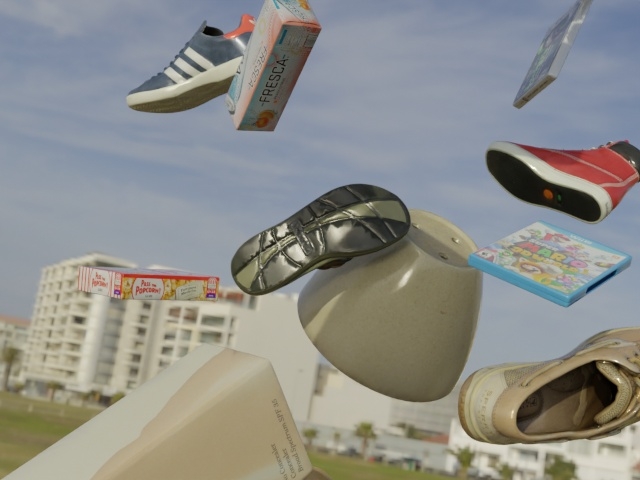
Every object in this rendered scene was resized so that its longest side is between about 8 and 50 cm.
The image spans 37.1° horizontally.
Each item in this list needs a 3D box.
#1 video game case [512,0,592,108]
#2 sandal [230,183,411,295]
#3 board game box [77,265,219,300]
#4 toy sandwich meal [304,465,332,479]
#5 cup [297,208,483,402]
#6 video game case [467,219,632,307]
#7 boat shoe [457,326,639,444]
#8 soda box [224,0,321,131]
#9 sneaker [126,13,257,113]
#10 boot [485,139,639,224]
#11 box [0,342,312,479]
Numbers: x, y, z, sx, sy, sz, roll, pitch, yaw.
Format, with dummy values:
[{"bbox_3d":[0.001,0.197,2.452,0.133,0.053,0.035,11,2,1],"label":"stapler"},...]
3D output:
[{"bbox_3d":[0.435,-0.355,1.794,0.022,0.190,0.173,28,-14,-4],"label":"video game case"},{"bbox_3d":[-0.002,-0.001,1.551,0.303,0.120,0.086,-22,-18,5],"label":"sandal"},{"bbox_3d":[-0.295,0.075,1.644,0.193,0.045,0.147,4,1,-43],"label":"board game box"},{"bbox_3d":[-0.020,0.371,1.410,0.085,0.085,0.029,11,-22,-7],"label":"toy sandwich meal"},{"bbox_3d":[0.155,0.086,1.692,0.331,0.237,0.331,21,30,-13],"label":"cup"},{"bbox_3d":[0.253,0.022,1.043,0.119,0.015,0.166,25,28,32],"label":"video game case"},{"bbox_3d":[0.330,0.180,1.118,0.341,0.121,0.110,-11,3,-25],"label":"boat shoe"},{"bbox_3d":[-0.064,-0.227,1.238,0.058,0.063,0.183,0,-41,-30],"label":"soda box"},{"bbox_3d":[-0.267,-0.380,2.046,0.350,0.148,0.131,-16,-8,19],"label":"sneaker"},{"bbox_3d":[0.411,-0.130,1.585,0.244,0.176,0.088,29,-36,35],"label":"boot"},{"bbox_3d":[-0.172,0.241,0.907,0.311,0.148,0.121,-35,25,-34],"label":"box"}]
